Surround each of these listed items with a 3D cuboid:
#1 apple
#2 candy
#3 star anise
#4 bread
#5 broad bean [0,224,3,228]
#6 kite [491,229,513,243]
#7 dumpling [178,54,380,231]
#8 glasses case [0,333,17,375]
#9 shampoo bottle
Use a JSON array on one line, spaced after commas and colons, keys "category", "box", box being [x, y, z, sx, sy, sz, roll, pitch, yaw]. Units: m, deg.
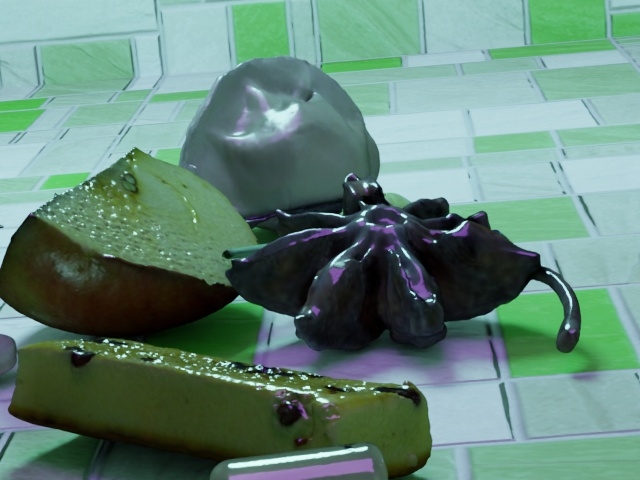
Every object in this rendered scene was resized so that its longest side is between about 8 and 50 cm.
[{"category": "apple", "box": [-0.201, 0.011, 1.946, 0.254, 0.179, 0.346, -14, 9, 16]}, {"category": "candy", "box": [0.000, 0.000, 2.036, 0.093, 0.092, 0.335, 28, 20, 27]}, {"category": "star anise", "box": [0.072, 0.044, 1.860, 0.316, 0.139, 0.359, -13, 29, -1]}, {"category": "bread", "box": [-0.082, 0.134, 1.545, 0.361, 0.077, 0.138, 6, 2, 39]}, {"category": "broad bean", "box": [-0.549, -0.013, 2.444, 0.325, 0.067, 0.075, -2, -17, 21]}, {"category": "kite", "box": [0.182, -0.001, 2.226, 0.122, 0.004, 0.090, 3, 15, 30]}, {"category": "dumpling", "box": [-0.034, -0.107, 2.333, 0.293, 0.204, 0.163, -4, 22, -35]}, {"category": "glasses case", "box": [-0.393, 0.118, 1.834, 0.204, 0.051, 0.081, -5, 14, 0]}, {"category": "shampoo bottle", "box": [-0.033, 0.189, 1.338, 0.162, 0.079, 0.079, -6, 13, -5]}]
